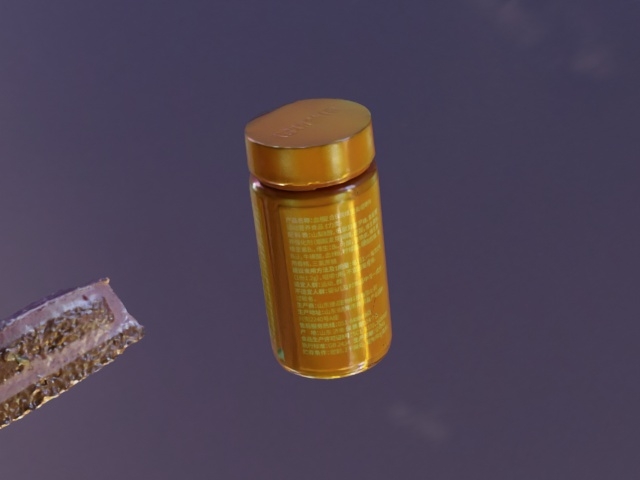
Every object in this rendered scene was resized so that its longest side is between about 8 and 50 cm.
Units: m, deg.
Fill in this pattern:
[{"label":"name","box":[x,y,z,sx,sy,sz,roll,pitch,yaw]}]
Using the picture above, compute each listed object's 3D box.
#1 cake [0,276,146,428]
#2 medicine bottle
[{"label":"cake","box":[-0.375,0.151,1.578,0.112,0.295,0.116,-14,-77,52]},{"label":"medicine bottle","box":[0.000,0.000,0.937,0.096,0.096,0.192,11,-59,32]}]
